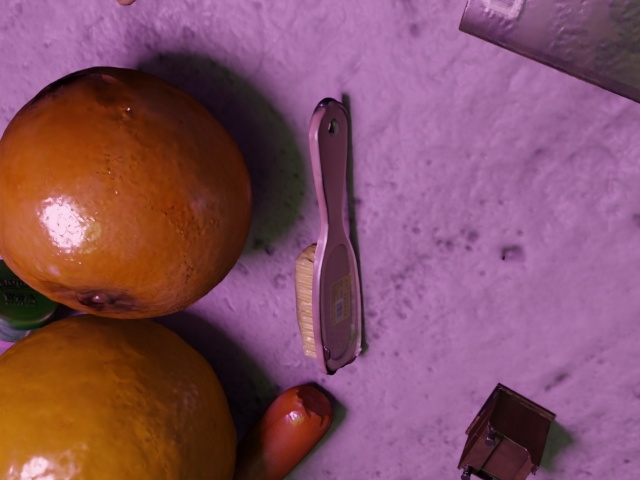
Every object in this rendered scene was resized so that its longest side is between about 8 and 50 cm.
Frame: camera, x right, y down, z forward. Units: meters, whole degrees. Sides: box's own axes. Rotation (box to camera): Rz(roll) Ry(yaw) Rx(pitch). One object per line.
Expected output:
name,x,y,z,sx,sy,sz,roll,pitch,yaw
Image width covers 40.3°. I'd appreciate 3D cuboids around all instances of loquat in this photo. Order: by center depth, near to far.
loquat,-0.198,-0.038,0.871,0.263,0.263,0.263,11,120,19

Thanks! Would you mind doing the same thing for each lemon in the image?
lemon,-0.258,0.249,1.006,0.348,0.348,0.348,11,120,19

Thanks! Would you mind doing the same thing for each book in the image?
book,0.244,-0.204,0.718,0.228,0.024,0.160,25,125,10

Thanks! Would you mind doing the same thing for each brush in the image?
brush,-0.002,0.000,0.919,0.067,0.072,0.313,15,122,32

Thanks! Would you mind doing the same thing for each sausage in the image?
sausage,-0.055,0.250,1.071,0.076,0.076,0.197,38,127,1

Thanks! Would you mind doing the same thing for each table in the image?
table,0.195,0.221,0.936,0.070,0.082,0.083,29,124,7

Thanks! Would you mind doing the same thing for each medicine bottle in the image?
medicine bottle,-0.440,0.146,1.151,0.133,0.133,0.274,38,125,1

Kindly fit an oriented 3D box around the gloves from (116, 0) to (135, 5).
gloves,-0.145,-0.343,0.713,0.152,0.197,0.301,35,125,16
